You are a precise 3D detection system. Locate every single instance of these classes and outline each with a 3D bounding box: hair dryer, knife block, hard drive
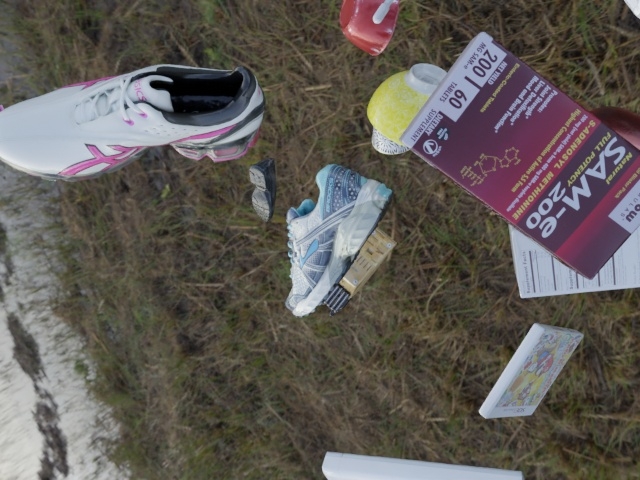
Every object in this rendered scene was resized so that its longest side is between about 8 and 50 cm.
[{"bbox_3d":[0.404,-0.130,0.833,0.293,0.223,0.080,4,136,40],"label":"hair dryer"},{"bbox_3d":[0.105,0.109,1.699,0.088,0.276,0.242,41,161,10],"label":"knife block"},{"bbox_3d":[0.205,0.483,0.996,0.353,0.047,0.233,-5,129,27],"label":"hard drive"}]

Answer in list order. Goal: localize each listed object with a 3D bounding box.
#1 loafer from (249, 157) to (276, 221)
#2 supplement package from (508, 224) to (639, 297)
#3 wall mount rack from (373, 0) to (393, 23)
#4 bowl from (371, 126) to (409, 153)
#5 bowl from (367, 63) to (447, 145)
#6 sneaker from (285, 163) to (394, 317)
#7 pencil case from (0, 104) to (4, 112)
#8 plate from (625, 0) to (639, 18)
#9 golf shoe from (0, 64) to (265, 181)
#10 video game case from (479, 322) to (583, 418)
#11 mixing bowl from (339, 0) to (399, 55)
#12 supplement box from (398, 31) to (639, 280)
[{"bbox_3d":[-0.125,-0.118,1.275,0.062,0.061,0.170,29,140,22],"label":"loafer"},{"bbox_3d":[0.477,0.007,0.975,0.244,0.139,0.134,-8,106,17],"label":"supplement package"},{"bbox_3d":[0.252,-0.475,0.890,0.350,0.304,0.130,-154,48,-70],"label":"wall mount rack"},{"bbox_3d":[0.220,-0.341,1.568,0.170,0.170,0.080,9,149,31],"label":"bowl"},{"bbox_3d":[0.290,-0.407,1.533,0.289,0.289,0.156,33,139,18],"label":"bowl"},{"bbox_3d":[0.000,0.000,0.824,0.122,0.110,0.283,35,126,6],"label":"sneaker"},{"bbox_3d":[-0.438,-0.098,0.579,0.098,0.209,0.095,1,125,6],"label":"pencil case"},{"bbox_3d":[0.367,-0.346,0.609,0.278,0.277,0.045,41,114,-19],"label":"plate"},{"bbox_3d":[-0.131,-0.091,0.370,0.086,0.186,0.067,121,136,-69],"label":"golf shoe"},{"bbox_3d":[0.457,0.284,1.154,0.026,0.206,0.227,40,109,45],"label":"video game case"},{"bbox_3d":[0.109,-0.562,1.335,0.181,0.098,0.181,-176,90,-68],"label":"mixing bowl"},{"bbox_3d":[0.214,-0.084,0.552,0.239,0.073,0.130,35,102,-3],"label":"supplement box"}]
